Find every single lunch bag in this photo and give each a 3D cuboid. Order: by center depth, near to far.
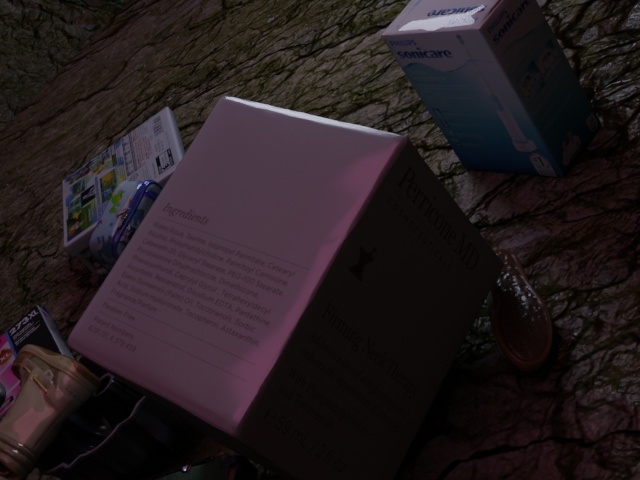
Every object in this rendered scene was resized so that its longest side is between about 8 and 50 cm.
[{"bbox_3d":[-0.299,0.004,1.841,0.090,0.219,0.176,3,57,35],"label":"lunch bag"}]

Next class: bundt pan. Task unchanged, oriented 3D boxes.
[{"bbox_3d":[-0.314,0.271,1.675,0.330,0.124,0.331,-33,28,20],"label":"bundt pan"}]

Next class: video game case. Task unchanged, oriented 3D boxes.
[{"bbox_3d":[-0.420,-0.133,2.193,0.300,0.036,0.329,-34,31,5],"label":"video game case"}]

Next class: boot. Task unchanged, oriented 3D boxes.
[{"bbox_3d":[-0.476,0.277,1.656,0.262,0.095,0.203,3,52,52],"label":"boot"}]

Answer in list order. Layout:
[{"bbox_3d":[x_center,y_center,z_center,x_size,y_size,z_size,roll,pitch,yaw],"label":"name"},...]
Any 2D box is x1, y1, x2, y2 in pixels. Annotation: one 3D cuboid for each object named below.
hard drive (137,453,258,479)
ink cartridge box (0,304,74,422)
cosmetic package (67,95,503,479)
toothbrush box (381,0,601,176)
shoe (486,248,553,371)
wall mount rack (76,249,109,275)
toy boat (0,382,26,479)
[{"bbox_3d":[-0.254,0.444,1.460,0.338,0.064,0.237,-23,34,25],"label":"hard drive"},{"bbox_3d":[-0.607,0.243,2.108,0.175,0.069,0.371,-43,28,-7],"label":"ink cartridge box"},{"bbox_3d":[-0.035,0.081,1.335,0.327,0.329,0.394,18,72,40],"label":"cosmetic package"},{"bbox_3d":[0.266,-0.249,1.603,0.216,0.295,0.126,10,56,53],"label":"toothbrush box"},{"bbox_3d":[0.265,0.099,1.386,0.076,0.058,0.219,-12,39,5],"label":"shoe"},{"bbox_3d":[-0.371,-0.070,2.217,0.304,0.130,0.350,-23,34,31],"label":"wall mount rack"},{"bbox_3d":[-0.584,0.387,1.747,0.267,0.148,0.318,-20,74,31],"label":"toy boat"}]
